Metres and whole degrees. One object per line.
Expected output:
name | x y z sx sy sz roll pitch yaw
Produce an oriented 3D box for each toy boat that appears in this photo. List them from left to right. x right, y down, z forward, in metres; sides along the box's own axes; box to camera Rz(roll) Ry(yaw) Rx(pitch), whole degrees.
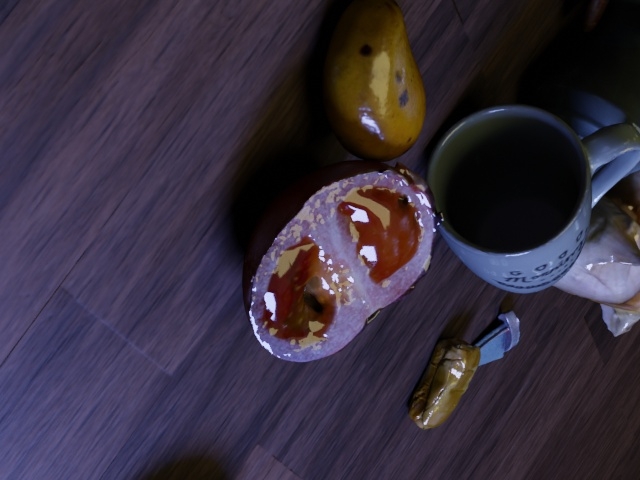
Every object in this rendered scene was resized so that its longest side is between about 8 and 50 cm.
toy boat | 0.233 0.159 2.089 0.122 0.034 0.096 -36 145 -23

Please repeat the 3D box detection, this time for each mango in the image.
mango | 0.051 -0.152 1.421 0.115 0.090 0.178 -56 150 -29

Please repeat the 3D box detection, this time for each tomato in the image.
tomato | 0.000 0.000 1.457 0.228 0.112 0.199 -37 135 -11

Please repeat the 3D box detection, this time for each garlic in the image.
garlic | 0.407 -0.016 1.983 0.286 0.249 0.313 -30 149 11

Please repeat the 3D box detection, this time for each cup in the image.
cup | 0.268 -0.049 1.736 0.258 0.186 0.234 -26 157 5

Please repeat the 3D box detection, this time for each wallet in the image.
wallet | 0.353 -0.372 1.713 0.255 0.031 0.137 91 21 -60

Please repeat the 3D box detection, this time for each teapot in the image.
teapot | 0.381 -0.209 1.817 0.225 0.171 0.203 -59 -171 -16

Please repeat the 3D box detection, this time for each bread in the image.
bread | 0.169 0.194 1.981 0.074 0.053 0.132 11 109 -61
